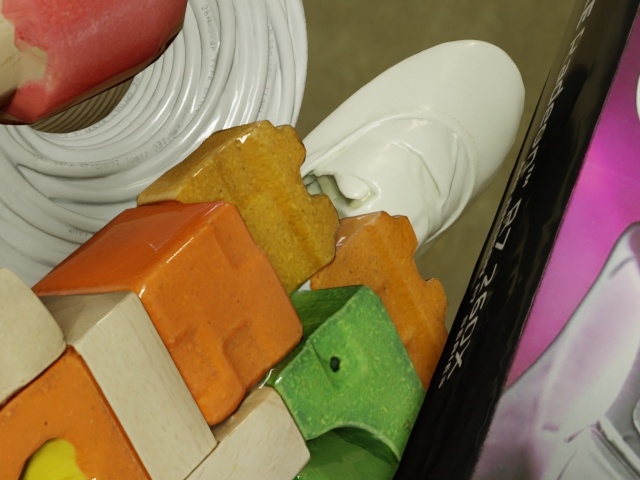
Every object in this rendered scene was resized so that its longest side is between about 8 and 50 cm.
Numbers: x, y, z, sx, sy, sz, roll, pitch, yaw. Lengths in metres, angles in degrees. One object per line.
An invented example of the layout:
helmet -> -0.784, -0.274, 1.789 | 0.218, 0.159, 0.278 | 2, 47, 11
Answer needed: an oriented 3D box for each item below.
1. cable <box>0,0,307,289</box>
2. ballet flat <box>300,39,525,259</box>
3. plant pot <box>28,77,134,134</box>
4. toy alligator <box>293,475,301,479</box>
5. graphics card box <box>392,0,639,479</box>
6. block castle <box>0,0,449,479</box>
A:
cable -> -0.128, -0.101, 0.969 | 0.089, 0.257, 0.257 | 19, 72, 53
ballet flat -> 0.000, 0.000, 1.363 | 0.400, 0.139, 0.139 | -35, 52, 3
plant pot -> -0.249, -0.167, 1.447 | 0.237, 0.237, 0.110 | -1, 23, 10
toy alligator -> -0.063, 0.160, 1.066 | 0.189, 0.051, 0.056 | -11, 44, -45
graphics card box -> 0.169, 0.014, 0.537 | 0.233, 0.094, 0.371 | 27, 63, -6
block castle -> -0.096, 0.091, 0.651 | 0.303, 0.453, 0.213 | -4, 30, 46
